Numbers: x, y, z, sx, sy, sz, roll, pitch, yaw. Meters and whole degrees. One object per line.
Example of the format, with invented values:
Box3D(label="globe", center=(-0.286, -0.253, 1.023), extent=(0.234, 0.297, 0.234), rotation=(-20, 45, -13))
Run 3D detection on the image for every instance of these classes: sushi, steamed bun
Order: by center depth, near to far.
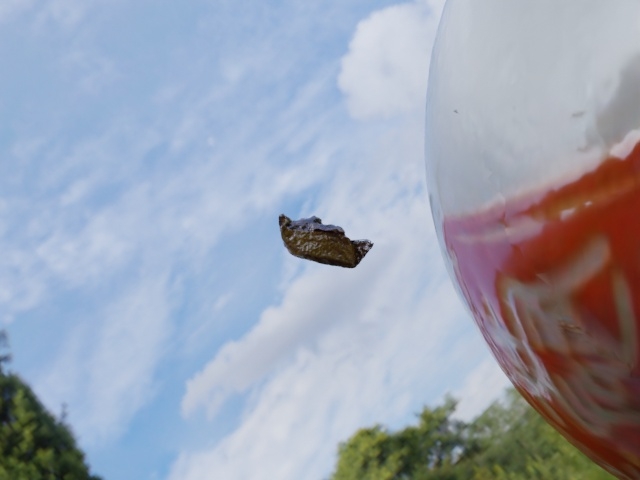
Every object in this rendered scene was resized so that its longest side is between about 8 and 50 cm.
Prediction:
Box3D(label="steamed bun", center=(0.203, -0.013, 0.425), extent=(0.241, 0.374, 0.374), rotation=(-48, -16, -35))
Box3D(label="sushi", center=(0.000, 0.000, 1.038), extent=(0.050, 0.099, 0.047), rotation=(-174, 98, -69))
